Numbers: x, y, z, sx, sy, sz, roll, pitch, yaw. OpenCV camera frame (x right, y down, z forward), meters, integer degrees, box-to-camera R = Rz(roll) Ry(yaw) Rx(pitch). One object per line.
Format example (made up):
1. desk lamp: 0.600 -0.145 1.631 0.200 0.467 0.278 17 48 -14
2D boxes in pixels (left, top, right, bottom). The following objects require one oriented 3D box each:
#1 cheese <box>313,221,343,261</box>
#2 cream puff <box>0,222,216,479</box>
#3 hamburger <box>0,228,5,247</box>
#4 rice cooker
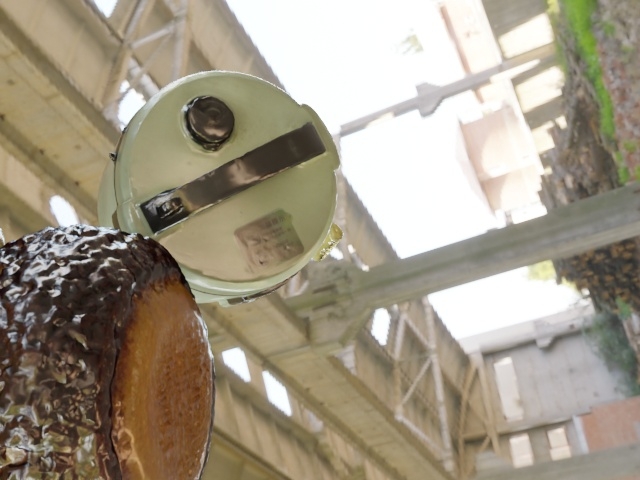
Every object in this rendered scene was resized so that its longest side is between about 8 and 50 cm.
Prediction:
1. cheese: 0.000 0.000 1.068 0.044 0.083 0.030 48 -123 5
2. cream puff: -0.172 0.106 0.536 0.239 0.165 0.239 -4 -90 -80
3. hamburger: -0.393 0.037 0.602 0.277 0.195 0.318 52 -139 -63
4. rice cooker: -0.104 -0.044 0.767 0.244 0.226 0.226 -27 78 65
